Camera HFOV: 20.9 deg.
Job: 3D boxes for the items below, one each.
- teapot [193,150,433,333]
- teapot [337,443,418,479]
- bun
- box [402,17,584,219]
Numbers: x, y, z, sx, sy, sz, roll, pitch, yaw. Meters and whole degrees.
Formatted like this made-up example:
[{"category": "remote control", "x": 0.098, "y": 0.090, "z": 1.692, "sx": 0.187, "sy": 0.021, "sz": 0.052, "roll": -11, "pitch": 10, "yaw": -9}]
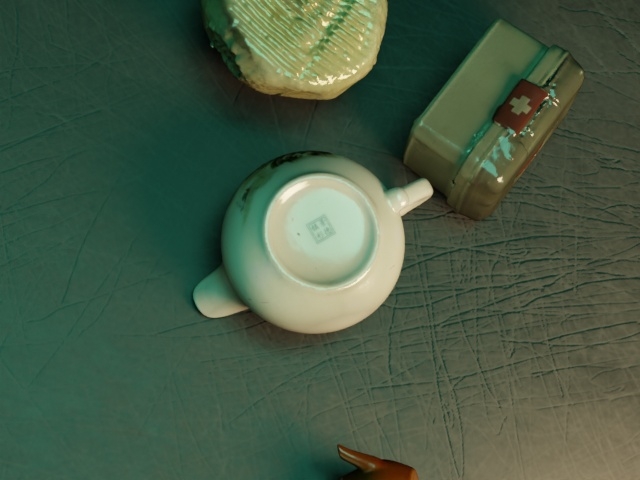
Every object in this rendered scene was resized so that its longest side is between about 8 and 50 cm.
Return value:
[{"category": "teapot", "x": 0.000, "y": 0.000, "z": 1.930, "sx": 0.298, "sy": 0.139, "sz": 0.204, "roll": -21, "pitch": 81, "yaw": -15}, {"category": "teapot", "x": 0.054, "y": 0.300, "z": 1.894, "sx": 0.116, "sy": 0.116, "sz": 0.173, "roll": -14, "pitch": 108, "yaw": -16}, {"category": "bun", "x": -0.036, "y": -0.258, "z": 1.982, "sx": 0.220, "sy": 0.134, "sz": 0.220, "roll": 5, "pitch": 71, "yaw": -15}, {"category": "box", "x": 0.198, "y": -0.141, "z": 2.009, "sx": 0.129, "sy": 0.148, "sz": 0.210, "roll": 35, "pitch": 71, "yaw": 8}]
